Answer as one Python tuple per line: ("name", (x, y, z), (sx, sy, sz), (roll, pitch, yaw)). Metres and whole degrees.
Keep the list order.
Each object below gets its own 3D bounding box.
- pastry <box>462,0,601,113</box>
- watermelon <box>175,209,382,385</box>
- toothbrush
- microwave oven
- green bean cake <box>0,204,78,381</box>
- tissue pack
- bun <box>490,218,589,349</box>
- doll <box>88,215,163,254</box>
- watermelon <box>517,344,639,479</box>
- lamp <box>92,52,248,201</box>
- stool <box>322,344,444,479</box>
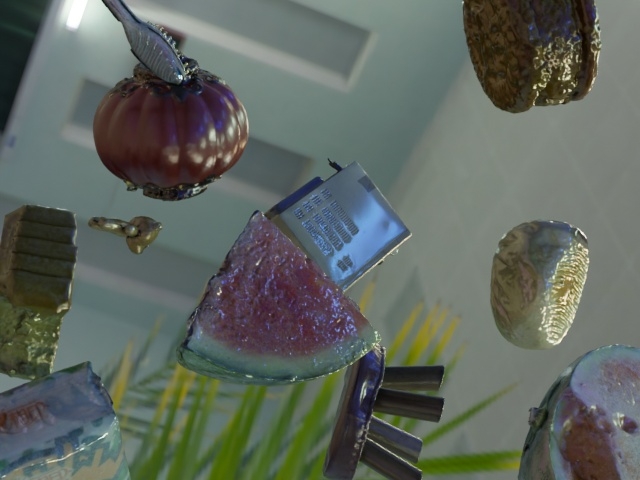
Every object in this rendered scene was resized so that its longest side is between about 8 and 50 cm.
("pastry", (0.228, -0.231, 1.425), (0.189, 0.103, 0.188), (165, -90, -81))
("watermelon", (-0.072, 0.105, 1.818), (0.193, 0.310, 0.231), (109, -38, -53))
("toothbrush", (-0.256, -0.309, 1.189), (0.035, 0.413, 0.042), (-35, -168, 17))
("microwave oven", (0.000, 0.000, 2.124), (0.145, 0.194, 0.240), (-41, 178, 41))
("green bean cake", (-0.476, 0.087, 2.136), (0.236, 0.124, 0.233), (114, -20, -43))
("tissue pack", (-0.358, 0.314, 1.648), (0.128, 0.228, 0.310), (55, -23, 37))
("bun", (0.370, 0.065, 2.252), (0.244, 0.153, 0.243), (-42, 144, -41))
("doll", (-0.250, -0.019, 1.668), (0.061, 0.093, 0.051), (10, -109, 45))
("watermelon", (0.277, 0.262, 1.454), (0.188, 0.175, 0.322), (-45, -169, 39))
("lamp", (-0.218, -0.168, 1.888), (0.227, 0.227, 0.226), (-162, -90, -72))
("stool", (0.117, 0.326, 2.401), (0.272, 0.179, 0.272), (15, 90, -89))
